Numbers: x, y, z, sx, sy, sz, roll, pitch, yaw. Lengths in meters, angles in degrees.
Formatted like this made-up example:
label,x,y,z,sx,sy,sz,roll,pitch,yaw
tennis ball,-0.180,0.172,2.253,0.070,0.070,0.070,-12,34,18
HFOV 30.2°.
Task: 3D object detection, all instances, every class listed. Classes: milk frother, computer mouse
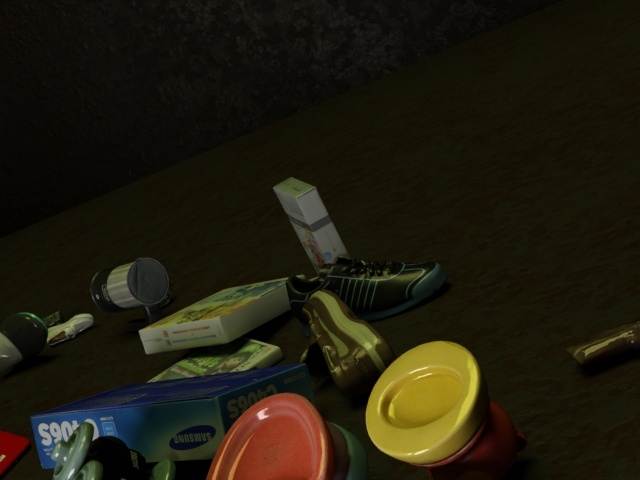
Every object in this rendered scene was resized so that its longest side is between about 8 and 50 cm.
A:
label,x,y,z,sx,sy,sz,roll,pitch,yaw
milk frother,-0.309,0.080,2.110,0.135,0.129,0.143,-12,26,50
computer mouse,-0.257,0.300,1.474,0.242,0.041,0.071,-16,19,33

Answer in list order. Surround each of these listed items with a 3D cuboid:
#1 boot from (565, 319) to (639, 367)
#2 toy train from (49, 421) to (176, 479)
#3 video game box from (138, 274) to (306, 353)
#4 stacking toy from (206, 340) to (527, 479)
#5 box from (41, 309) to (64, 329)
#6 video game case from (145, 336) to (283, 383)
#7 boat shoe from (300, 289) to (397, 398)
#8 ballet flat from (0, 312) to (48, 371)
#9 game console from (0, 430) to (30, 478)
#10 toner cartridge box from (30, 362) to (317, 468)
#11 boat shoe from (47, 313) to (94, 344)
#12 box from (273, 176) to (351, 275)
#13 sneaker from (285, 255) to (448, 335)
label,x,y,z,sx,sy,sz,roll,pitch,yaw
boot,0.311,0.110,1.218,0.114,0.037,0.106,-19,3,12
toy train,-0.221,0.316,1.157,0.190,0.142,0.334,-59,20,7
video game box,-0.146,0.114,1.837,0.187,0.048,0.205,-15,7,41
stacking toy,0.039,0.264,1.109,0.309,0.130,0.279,-19,43,32
box,-0.551,0.172,2.390,0.067,0.018,0.083,-28,16,-9
video game case,-0.165,0.194,1.715,0.173,0.022,0.190,-32,17,-23
boat shoe,0.011,0.133,1.513,0.095,0.095,0.257,-34,17,-9
ballet flat,-0.603,0.207,2.250,0.096,0.095,0.280,-48,15,-32
game console,-0.518,0.351,1.765,0.124,0.085,0.144,13,29,14
toner cartridge box,-0.188,0.221,1.477,0.348,0.075,0.165,-12,2,40
boat shoe,-0.478,0.173,2.260,0.100,0.035,0.035,-21,43,3
box,0.000,0.000,1.782,0.038,0.186,0.145,-30,16,-9
sneaker,0.059,0.061,1.669,0.232,0.090,0.081,-20,16,20
